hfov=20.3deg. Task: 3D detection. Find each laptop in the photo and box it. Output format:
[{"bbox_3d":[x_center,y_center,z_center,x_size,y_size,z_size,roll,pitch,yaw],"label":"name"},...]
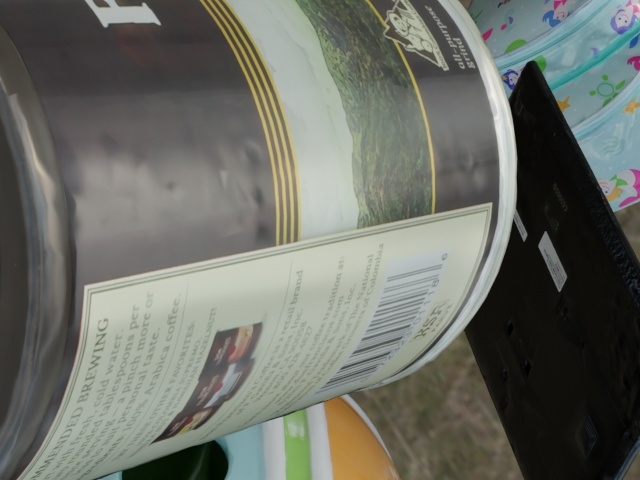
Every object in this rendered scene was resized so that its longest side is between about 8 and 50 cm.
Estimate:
[{"bbox_3d":[0.169,0.072,1.039,0.136,0.234,0.264,0,134,-21],"label":"laptop"}]

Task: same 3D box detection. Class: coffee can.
[{"bbox_3d":[-0.081,-0.017,0.653,0.275,0.201,0.201,-12,133,-55],"label":"coffee can"}]

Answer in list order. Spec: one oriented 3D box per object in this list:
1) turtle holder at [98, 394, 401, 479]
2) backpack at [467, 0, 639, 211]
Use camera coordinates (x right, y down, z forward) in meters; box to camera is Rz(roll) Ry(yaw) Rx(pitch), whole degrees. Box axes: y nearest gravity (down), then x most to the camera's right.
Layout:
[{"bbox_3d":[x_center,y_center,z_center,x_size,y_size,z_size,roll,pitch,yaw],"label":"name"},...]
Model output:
[{"bbox_3d":[-0.101,0.171,0.910,0.320,0.227,0.243,4,95,-18],"label":"turtle holder"},{"bbox_3d":[0.229,-0.142,1.493,0.225,0.253,0.191,-23,127,37],"label":"backpack"}]
